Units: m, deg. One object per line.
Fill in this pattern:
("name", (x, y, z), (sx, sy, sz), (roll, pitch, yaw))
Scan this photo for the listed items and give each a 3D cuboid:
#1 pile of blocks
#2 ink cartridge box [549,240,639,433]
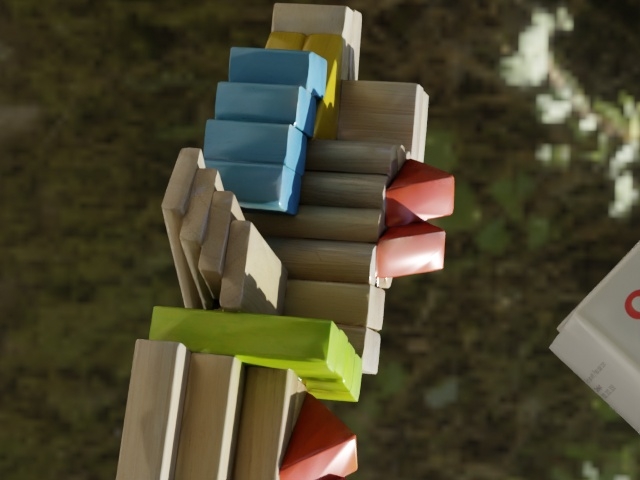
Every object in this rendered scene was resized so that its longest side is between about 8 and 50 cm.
("pile of blocks", (0.000, 0.000, 0.964), (0.149, 0.113, 0.362), (80, 18, -49))
("ink cartridge box", (0.136, 0.034, 0.538), (0.088, 0.122, 0.052), (-45, 170, -10))
